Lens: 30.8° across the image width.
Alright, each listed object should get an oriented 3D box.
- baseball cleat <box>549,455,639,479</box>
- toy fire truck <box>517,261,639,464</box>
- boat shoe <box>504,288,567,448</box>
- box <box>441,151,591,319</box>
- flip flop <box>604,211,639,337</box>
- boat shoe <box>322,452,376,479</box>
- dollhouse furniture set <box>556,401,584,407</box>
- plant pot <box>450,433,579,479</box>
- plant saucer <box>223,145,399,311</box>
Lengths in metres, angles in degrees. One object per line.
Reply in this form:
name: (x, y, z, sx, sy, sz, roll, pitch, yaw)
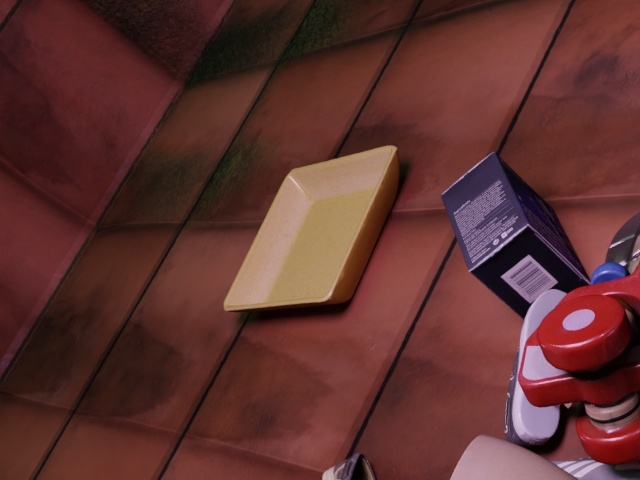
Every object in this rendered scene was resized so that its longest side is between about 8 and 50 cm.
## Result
baseball cleat: (0.330, 0.277, 1.363, 0.206, 0.072, 0.109, 6, 50, 51)
toy fire truck: (0.379, 0.097, 1.303, 0.302, 0.169, 0.254, -15, 25, 27)
boat shoe: (0.287, 0.173, 1.536, 0.076, 0.080, 0.229, 126, 162, -56)
box: (0.276, -0.004, 1.665, 0.108, 0.153, 0.207, -40, 31, 19)
flip flop: (0.416, 0.084, 1.446, 0.112, 0.080, 0.277, -5, 67, 38)
boat shoe: (0.057, 0.374, 1.619, 0.073, 0.080, 0.223, -50, 23, 13)
dollhouse furniture set: (0.343, 0.160, 1.446, 0.091, 0.081, 0.114, 42, 133, 28)
plant pot: (0.233, 0.363, 1.220, 0.191, 0.284, 0.284, 9, 59, 23)
plant saucer: (0.000, 0.000, 2.143, 0.332, 0.081, 0.333, -10, 49, 52)
